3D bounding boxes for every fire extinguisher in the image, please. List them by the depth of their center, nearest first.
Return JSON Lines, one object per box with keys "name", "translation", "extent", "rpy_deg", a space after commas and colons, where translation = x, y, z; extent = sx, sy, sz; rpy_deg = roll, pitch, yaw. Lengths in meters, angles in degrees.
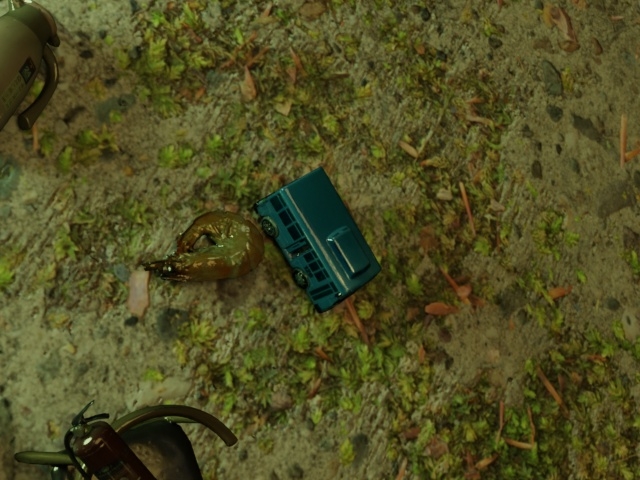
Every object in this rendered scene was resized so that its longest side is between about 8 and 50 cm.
{"name": "fire extinguisher", "translation": [-0.196, 0.225, 1.042], "extent": [0.158, 0.064, 0.043], "rpy_deg": [55, 16, -20]}

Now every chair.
{"name": "chair", "translation": [-0.213, 0.281, 1.189], "extent": [0.188, 0.272, 0.166], "rpy_deg": [-15, 83, -31]}

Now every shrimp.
{"name": "shrimp", "translation": [-0.155, 0.011, 1.438], "extent": [0.180, 0.041, 0.099], "rpy_deg": [-14, 82, -31]}

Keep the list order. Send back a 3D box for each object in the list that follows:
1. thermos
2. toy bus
{"name": "thermos", "translation": [-0.395, -0.210, 1.345], "extent": [0.137, 0.105, 0.193], "rpy_deg": [55, 46, -36]}
{"name": "toy bus", "translation": [0.000, 0.000, 1.492], "extent": [0.090, 0.106, 0.184], "rpy_deg": [-33, 93, -35]}
